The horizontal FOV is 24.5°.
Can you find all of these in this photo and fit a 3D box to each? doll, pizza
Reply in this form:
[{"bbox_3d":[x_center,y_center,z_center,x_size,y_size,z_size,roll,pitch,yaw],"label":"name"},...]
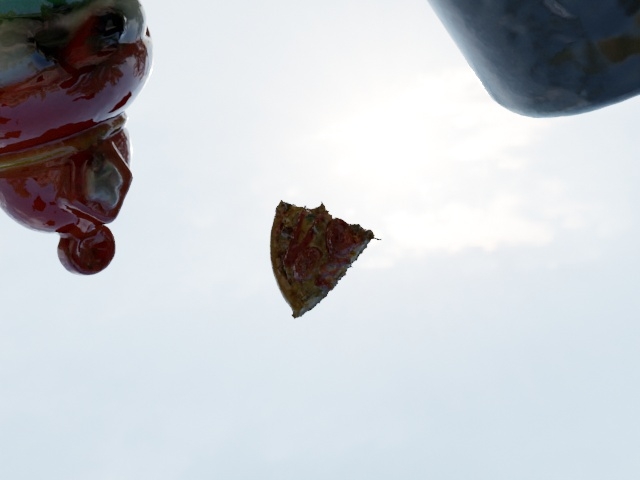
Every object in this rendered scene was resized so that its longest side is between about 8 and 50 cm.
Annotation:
[{"bbox_3d":[-0.205,-0.145,0.996,0.160,0.363,0.183,0,-159,47],"label":"doll"},{"bbox_3d":[-0.014,0.000,1.247,0.100,0.029,0.099,-44,-120,5],"label":"pizza"}]

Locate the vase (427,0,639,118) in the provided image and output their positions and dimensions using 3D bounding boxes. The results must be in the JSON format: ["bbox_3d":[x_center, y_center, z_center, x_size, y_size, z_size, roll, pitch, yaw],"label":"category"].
[{"bbox_3d":[0.103,-0.222,0.749,0.245,0.291,0.245,-28,-157,13],"label":"vase"}]
